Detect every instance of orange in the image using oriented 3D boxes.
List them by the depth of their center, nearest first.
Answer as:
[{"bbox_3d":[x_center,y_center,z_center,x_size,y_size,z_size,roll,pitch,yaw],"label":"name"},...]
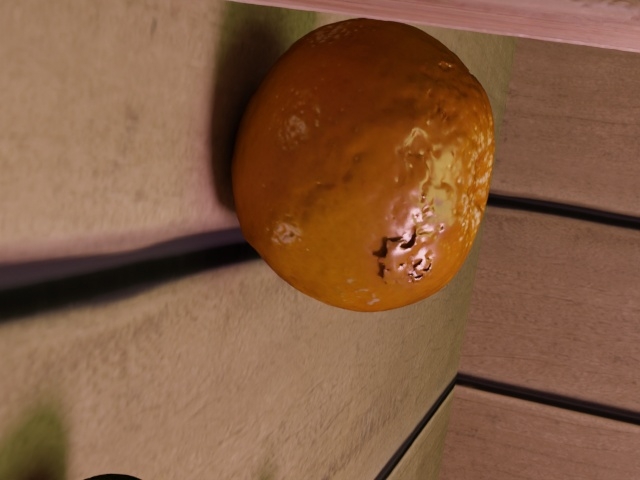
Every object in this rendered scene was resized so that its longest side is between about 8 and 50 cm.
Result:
[{"bbox_3d":[0.034,-0.055,0.778,0.219,0.193,0.219,-2,90,-83],"label":"orange"}]

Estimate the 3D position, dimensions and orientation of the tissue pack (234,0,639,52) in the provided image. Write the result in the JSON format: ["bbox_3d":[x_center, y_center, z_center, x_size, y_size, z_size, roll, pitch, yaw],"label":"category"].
[{"bbox_3d":[0.091,-0.206,0.614,0.071,0.325,0.170,48,53,-72],"label":"tissue pack"}]

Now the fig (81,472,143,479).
[{"bbox_3d":[-0.134,0.195,0.521,0.177,0.117,0.117,-24,125,-60],"label":"fig"}]
